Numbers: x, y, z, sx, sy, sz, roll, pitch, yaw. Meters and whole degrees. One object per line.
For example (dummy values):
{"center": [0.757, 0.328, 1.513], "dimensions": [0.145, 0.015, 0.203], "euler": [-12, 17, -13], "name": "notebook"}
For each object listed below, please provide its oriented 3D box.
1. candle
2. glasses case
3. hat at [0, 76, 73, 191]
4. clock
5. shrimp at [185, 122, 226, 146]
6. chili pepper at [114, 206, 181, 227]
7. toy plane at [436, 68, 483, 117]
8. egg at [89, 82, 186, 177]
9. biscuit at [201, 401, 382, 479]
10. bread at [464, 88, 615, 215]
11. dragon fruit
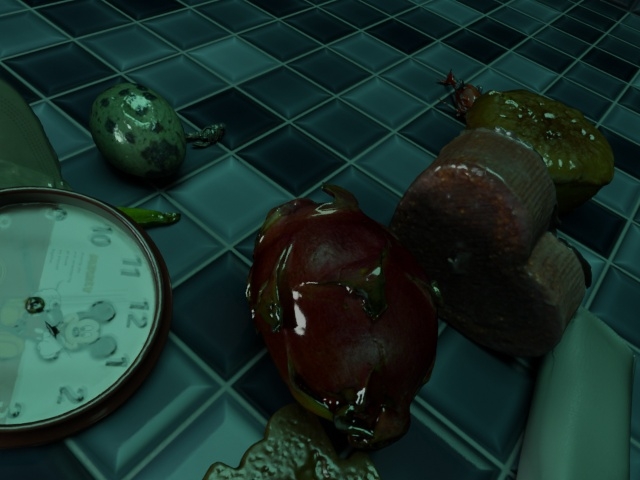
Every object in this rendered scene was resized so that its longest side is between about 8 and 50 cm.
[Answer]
{"center": [0.202, 0.015, 0.708], "dimensions": [0.287, 0.317, 0.131], "euler": [1, 32, 49], "name": "candle"}
{"center": [0.346, 0.231, 0.655], "dimensions": [0.128, 0.083, 0.308], "euler": [31, 48, 6], "name": "glasses case"}
{"center": [-0.469, -0.081, 0.638], "dimensions": [0.214, 0.245, 0.149], "euler": [-15, 44, -6], "name": "hat"}
{"center": [-0.343, 0.079, 0.592], "dimensions": [0.318, 0.080, 0.319], "euler": [9, 63, -19], "name": "clock"}
{"center": [-0.217, -0.199, 0.941], "dimensions": [0.092, 0.029, 0.038], "euler": [-25, 67, -25], "name": "shrimp"}
{"center": [-0.323, -0.034, 0.756], "dimensions": [0.207, 0.049, 0.043], "euler": [4, 81, -14], "name": "chili pepper"}
{"center": [0.348, -0.356, 1.195], "dimensions": [0.126, 0.077, 0.194], "euler": [23, 38, -4], "name": "toy plane"}
{"center": [-0.301, -0.178, 0.823], "dimensions": [0.181, 0.141, 0.141], "euler": [45, 53, 14], "name": "egg"}
{"center": [0.003, 0.329, 0.506], "dimensions": [0.301, 0.043, 0.278], "euler": [26, 46, 8], "name": "biscuit"}
{"center": [0.414, -0.178, 0.985], "dimensions": [0.311, 0.173, 0.312], "euler": [10, 44, -10], "name": "bread"}
{"center": [0.029, 0.083, 0.607], "dimensions": [0.250, 0.251, 0.315], "euler": [1, 41, -13], "name": "dragon fruit"}
